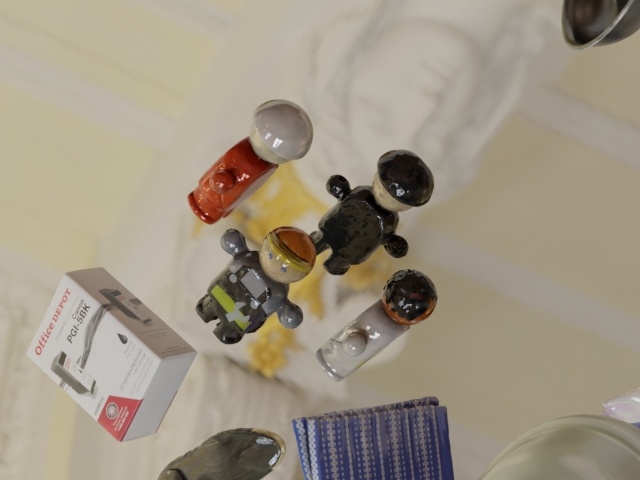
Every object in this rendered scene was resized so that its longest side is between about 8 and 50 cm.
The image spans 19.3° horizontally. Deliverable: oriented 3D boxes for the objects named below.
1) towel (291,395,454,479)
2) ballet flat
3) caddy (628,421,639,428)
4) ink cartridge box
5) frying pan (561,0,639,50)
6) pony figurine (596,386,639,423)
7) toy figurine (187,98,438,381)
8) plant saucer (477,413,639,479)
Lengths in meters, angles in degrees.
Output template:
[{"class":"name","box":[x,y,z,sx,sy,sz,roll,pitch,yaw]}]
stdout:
[{"class":"towel","box":[0.067,0.295,2.012,0.336,0.040,0.243,3,-101,-62]},{"class":"ballet flat","box":[-0.094,0.215,1.826,0.049,0.173,0.057,-20,-94,-49]},{"class":"caddy","box":[0.329,0.348,1.991,0.179,0.241,0.341,-14,-86,-10]},{"class":"ink cartridge box","box":[-0.192,0.103,1.712,0.135,0.099,0.056,39,-156,25]},{"class":"frying pan","box":[0.239,-0.256,1.529,0.053,0.197,0.326,21,-166,-12]},{"class":"pony figurine","box":[0.551,0.286,2.374,0.363,0.351,0.303,37,-158,-54]},{"class":"toy figurine","box":[0.000,0.000,1.658,0.213,0.148,0.210,24,-139,-28]},{"class":"plant saucer","box":[0.179,0.341,1.561,0.100,0.400,0.400,9,-139,-31]}]
